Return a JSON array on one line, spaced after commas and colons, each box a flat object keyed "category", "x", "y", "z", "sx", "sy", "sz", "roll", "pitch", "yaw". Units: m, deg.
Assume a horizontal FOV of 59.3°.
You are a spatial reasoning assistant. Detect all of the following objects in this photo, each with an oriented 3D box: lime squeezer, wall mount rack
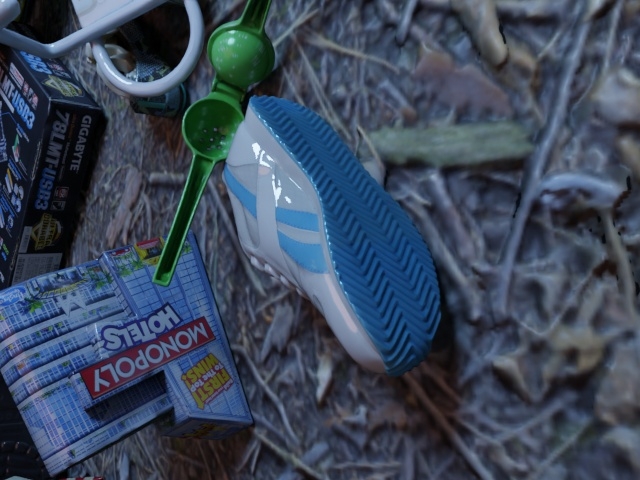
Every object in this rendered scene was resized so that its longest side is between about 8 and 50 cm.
[{"category": "lime squeezer", "x": -0.079, "y": -0.123, "z": 0.453, "sx": 0.058, "sy": 0.110, "sz": 0.311, "roll": 24, "pitch": 104, "yaw": 2}, {"category": "wall mount rack", "x": -0.167, "y": -0.315, "z": 0.462, "sx": 0.304, "sy": 0.130, "sz": 0.350, "roll": -22, "pitch": 86, "yaw": 13}]

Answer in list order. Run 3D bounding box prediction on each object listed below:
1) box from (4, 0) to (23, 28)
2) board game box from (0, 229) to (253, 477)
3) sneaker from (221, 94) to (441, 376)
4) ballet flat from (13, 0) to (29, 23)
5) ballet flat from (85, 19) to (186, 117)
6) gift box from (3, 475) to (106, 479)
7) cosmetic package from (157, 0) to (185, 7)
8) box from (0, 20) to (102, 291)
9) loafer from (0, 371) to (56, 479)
[{"category": "box", "x": -0.421, "y": -0.364, "z": 0.687, "sx": 0.114, "sy": 0.103, "sz": 0.203, "roll": 31, "pitch": 88, "yaw": 1}, {"category": "board game box", "x": -0.153, "y": 0.104, "z": 0.488, "sx": 0.060, "sy": 0.194, "sz": 0.194, "roll": -37, "pitch": 81, "yaw": 37}, {"category": "sneaker", "x": 0.000, "y": 0.000, "z": 0.396, "sx": 0.092, "sy": 0.087, "sz": 0.229, "roll": -57, "pitch": 48, "yaw": 35}, {"category": "ballet flat", "x": -0.433, "y": -0.414, "z": 0.786, "sx": 0.077, "sy": 0.077, "sz": 0.231, "roll": 50, "pitch": 122, "yaw": 32}, {"category": "ballet flat", "x": -0.208, "y": -0.192, "z": 0.586, "sx": 0.188, "sy": 0.070, "sz": 0.070, "roll": 46, "pitch": 119, "yaw": 33}, {"category": "gift box", "x": -0.296, "y": 0.409, "z": 0.558, "sx": 0.276, "sy": 0.258, "sz": 0.255, "roll": 5, "pitch": 92, "yaw": 23}, {"category": "cosmetic package", "x": -0.181, "y": -0.275, "z": 0.580, "sx": 0.115, "sy": 0.041, "sz": 0.060, "roll": 21, "pitch": 103, "yaw": 40}, {"category": "box", "x": -0.423, "y": -0.119, "z": 0.784, "sx": 0.295, "sy": 0.073, "sz": 0.293, "roll": 42, "pitch": 116, "yaw": 34}, {"category": "loafer", "x": -0.421, "y": 0.265, "z": 0.769, "sx": 0.130, "sy": 0.133, "sz": 0.366, "roll": 178, "pitch": 102, "yaw": -69}]
